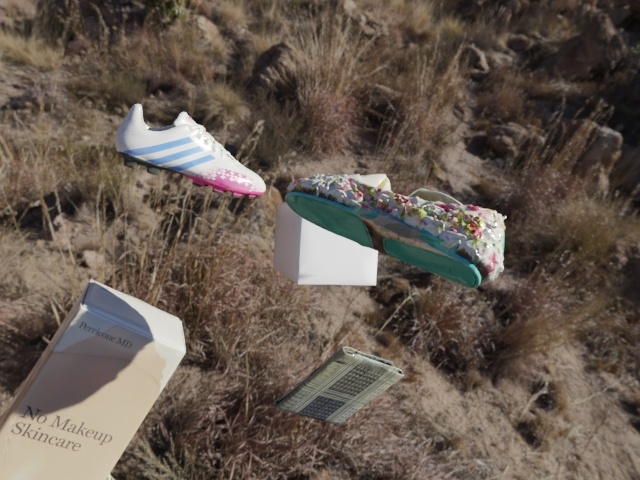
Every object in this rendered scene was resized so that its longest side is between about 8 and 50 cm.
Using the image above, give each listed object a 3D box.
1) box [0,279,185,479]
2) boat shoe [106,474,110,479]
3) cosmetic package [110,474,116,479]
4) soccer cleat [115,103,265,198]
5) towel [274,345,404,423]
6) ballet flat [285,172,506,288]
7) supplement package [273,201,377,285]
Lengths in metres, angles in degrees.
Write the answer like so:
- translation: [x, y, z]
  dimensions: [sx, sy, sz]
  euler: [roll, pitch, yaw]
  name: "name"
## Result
- translation: [-0.323, 0.226, 0.528]
  dimensions: [0.147, 0.311, 0.121]
  euler: [32, -3, -25]
  name: "box"
- translation: [-0.586, 0.521, 1.018]
  dimensions: [0.116, 0.097, 0.325]
  euler: [6, 55, -36]
  name: "boat shoe"
- translation: [-0.609, 0.870, 1.246]
  dimensions: [0.113, 0.160, 0.310]
  euler: [-43, 109, -36]
  name: "cosmetic package"
- translation: [-0.261, -0.191, 0.877]
  dimensions: [0.330, 0.143, 0.116]
  euler: [14, 10, -28]
  name: "soccer cleat"
- translation: [0.062, 0.455, 1.259]
  dimensions: [0.312, 0.324, 0.056]
  euler: [32, 24, -36]
  name: "towel"
- translation: [0.074, -0.026, 0.420]
  dimensions: [0.240, 0.077, 0.091]
  euler: [25, -23, 28]
  name: "ballet flat"
- translation: [0.000, 0.000, 0.949]
  dimensions: [0.177, 0.176, 0.293]
  euler: [3, 2, -16]
  name: "supplement package"
